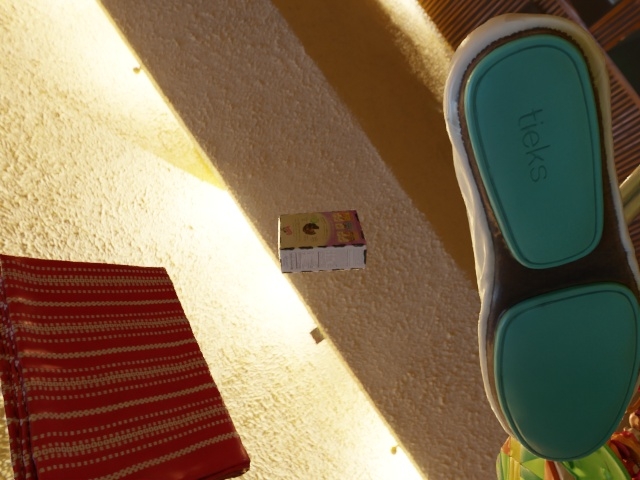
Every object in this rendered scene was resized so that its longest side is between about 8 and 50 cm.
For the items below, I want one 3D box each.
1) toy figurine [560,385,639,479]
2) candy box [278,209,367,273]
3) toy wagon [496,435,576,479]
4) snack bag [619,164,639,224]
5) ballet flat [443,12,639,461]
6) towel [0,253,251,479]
[{"bbox_3d":[0.383,0.235,0.567,0.159,0.130,0.173,-30,-84,-14],"label":"toy figurine"},{"bbox_3d":[0.000,0.000,1.082,0.196,0.070,0.165,-4,-148,-2],"label":"candy box"},{"bbox_3d":[0.459,0.547,1.005,0.068,0.344,0.267,7,-99,-3],"label":"toy wagon"},{"bbox_3d":[0.442,-0.083,0.603,0.037,0.342,0.323,43,-86,26],"label":"snack bag"},{"bbox_3d":[0.190,0.012,0.398,0.139,0.139,0.400,-35,-62,-29],"label":"ballet flat"},{"bbox_3d":[-0.192,0.120,0.442,0.199,0.031,0.275,11,-143,-50],"label":"towel"}]
